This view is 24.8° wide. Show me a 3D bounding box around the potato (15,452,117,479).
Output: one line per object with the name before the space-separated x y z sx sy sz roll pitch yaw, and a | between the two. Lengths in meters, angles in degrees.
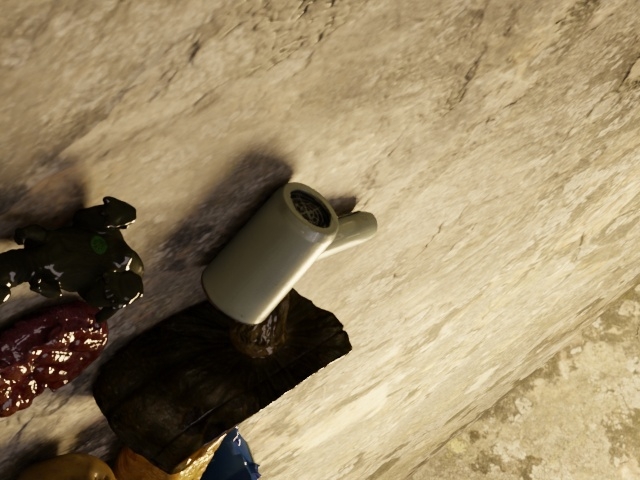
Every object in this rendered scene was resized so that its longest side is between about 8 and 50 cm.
potato | -0.281 0.297 1.554 0.137 0.137 0.176 -17 133 -47

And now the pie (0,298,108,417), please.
pie | -0.250 0.106 1.249 0.154 0.036 0.154 -31 162 -11

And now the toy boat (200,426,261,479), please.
toy boat | -0.204 0.361 1.859 0.295 0.129 0.088 -33 122 6

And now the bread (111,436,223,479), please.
bread | -0.187 0.265 1.706 0.114 0.083 0.211 -29 162 -38

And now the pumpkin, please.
pumpkin | -0.108 0.131 1.435 0.248 0.131 0.126 -41 162 11

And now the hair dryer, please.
hair dryer | 0.000 0.000 1.398 0.131 0.073 0.236 -47 162 29

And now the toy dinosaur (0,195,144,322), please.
toy dinosaur | -0.211 0.020 1.118 0.187 0.087 0.179 -1 175 -32
